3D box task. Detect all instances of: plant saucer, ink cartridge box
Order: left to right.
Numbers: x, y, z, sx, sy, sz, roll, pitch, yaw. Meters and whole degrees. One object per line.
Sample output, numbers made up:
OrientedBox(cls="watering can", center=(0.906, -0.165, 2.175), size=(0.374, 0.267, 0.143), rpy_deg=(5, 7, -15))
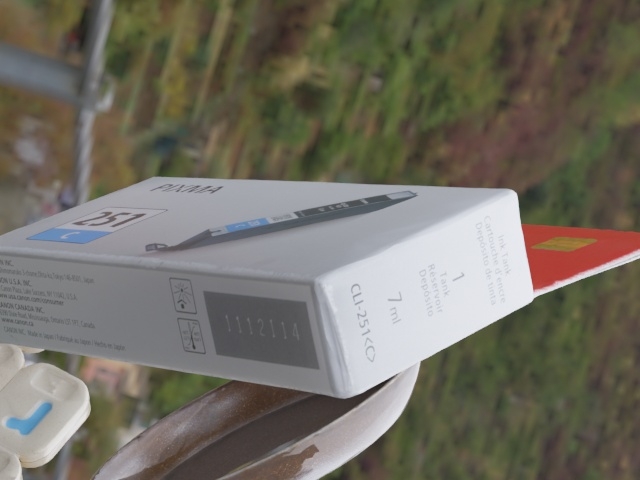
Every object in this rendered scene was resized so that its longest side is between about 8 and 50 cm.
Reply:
OrientedBox(cls="plant saucer", center=(-0.047, 0.162, 1.583), size=(0.310, 0.310, 0.050), rpy_deg=(-76, 140, -79))
OrientedBox(cls="ink cartridge box", center=(0.000, 0.000, 1.033), size=(0.261, 0.296, 0.066), rpy_deg=(-23, 108, -39))

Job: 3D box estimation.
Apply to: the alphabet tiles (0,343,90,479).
OrientedBox(cls="alphabet tiles", center=(-0.303, 0.096, 1.301), size=(0.278, 0.284, 0.021), rpy_deg=(-49, 151, -31))
